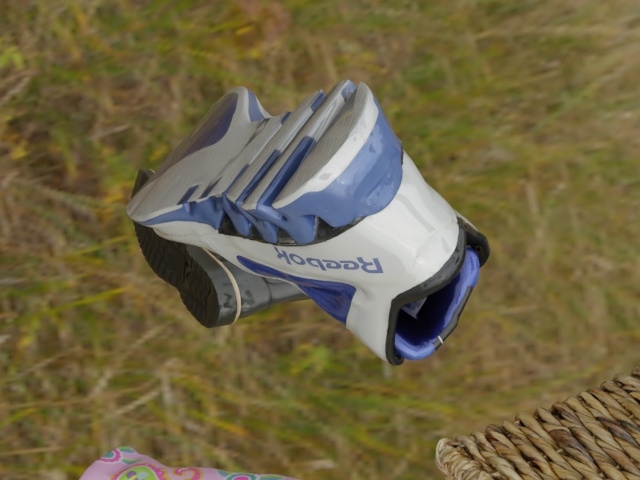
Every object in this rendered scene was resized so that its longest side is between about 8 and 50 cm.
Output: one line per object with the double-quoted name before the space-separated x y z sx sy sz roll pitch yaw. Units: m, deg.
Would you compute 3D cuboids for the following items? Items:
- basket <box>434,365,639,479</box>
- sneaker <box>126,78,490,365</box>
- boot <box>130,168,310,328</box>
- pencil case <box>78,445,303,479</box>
"basket" 0.245 0.265 1.514 0.223 0.299 0.213 -18 121 -25
"sneaker" 0.001 0.000 1.313 0.182 0.315 0.127 45 75 -20
"boot" -0.082 0.003 1.856 0.137 0.077 0.198 -9 47 -30
"pencil case" -0.069 0.240 1.580 0.124 0.284 0.124 -21 114 -58
